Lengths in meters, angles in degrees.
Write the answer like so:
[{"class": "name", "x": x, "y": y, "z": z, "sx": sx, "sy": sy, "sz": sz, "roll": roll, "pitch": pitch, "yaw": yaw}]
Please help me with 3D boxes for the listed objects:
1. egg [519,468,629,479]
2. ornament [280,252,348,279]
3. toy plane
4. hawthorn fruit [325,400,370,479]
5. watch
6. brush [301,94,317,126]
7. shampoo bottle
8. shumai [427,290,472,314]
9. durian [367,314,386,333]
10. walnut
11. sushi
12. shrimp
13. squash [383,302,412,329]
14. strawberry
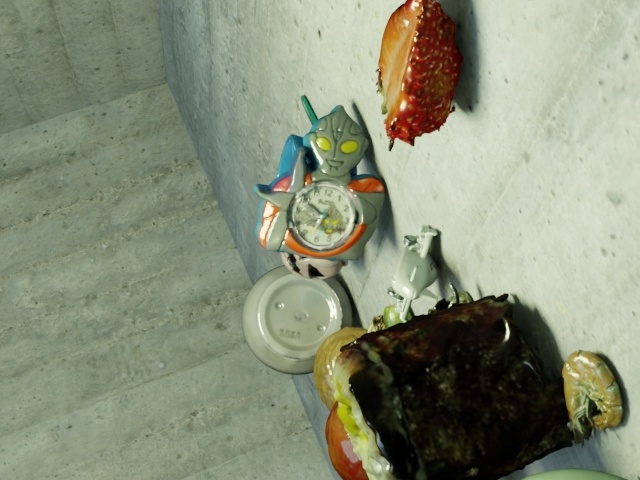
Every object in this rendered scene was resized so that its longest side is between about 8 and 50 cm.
[{"class": "egg", "x": 0.320, "y": 0.415, "z": 1.203, "sx": 0.389, "sy": 0.276, "sz": 0.276, "roll": -164, "pitch": 55, "yaw": -76}, {"class": "ornament", "x": 0.000, "y": 0.000, "z": 2.189, "sx": 0.177, "sy": 0.177, "sz": 0.177, "roll": 160, "pitch": 90, "yaw": -78}, {"class": "toy plane", "x": 0.162, "y": 0.059, "z": 1.719, "sx": 0.174, "sy": 0.080, "sz": 0.174, "roll": 16, "pitch": -90, "yaw": -89}, {"class": "hawthorn fruit", "x": 0.169, "y": 0.340, "z": 1.776, "sx": 0.308, "sy": 0.324, "sz": 0.308, "roll": -58, "pitch": 15, "yaw": 25}, {"class": "watch", "x": -0.013, "y": -0.116, "z": 1.968, "sx": 0.274, "sy": 0.241, "sz": 0.305, "roll": -137, "pitch": 58, "yaw": -78}, {"class": "brush", "x": -0.012, "y": -0.232, "z": 2.182, "sx": 0.043, "sy": 0.032, "sz": 0.193, "roll": 96, "pitch": 150, "yaw": -64}, {"class": "shampoo bottle", "x": -0.059, "y": 0.196, "z": 2.504, "sx": 0.266, "sy": 0.273, "sz": 0.273, "roll": 111, "pitch": 138, "yaw": -80}, {"class": "shumai", "x": 0.213, "y": 0.130, "z": 1.671, "sx": 0.082, "sy": 0.080, "sz": 0.083, "roll": -125, "pitch": 21, "yaw": -45}, {"class": "durian", "x": 0.136, "y": 0.203, "z": 2.147, "sx": 0.140, "sy": 0.071, "sz": 0.110, "roll": 88, "pitch": 172, "yaw": -48}, {"class": "walnut", "x": 0.078, "y": 0.296, "z": 2.285, "sx": 0.213, "sy": 0.213, "sz": 0.213, "roll": 160, "pitch": 90, "yaw": -78}, {"class": "sushi", "x": 0.179, "y": 0.237, "z": 1.495, "sx": 0.299, "sy": 0.294, "sz": 0.281, "roll": -179, "pitch": 66, "yaw": -78}, {"class": "shrimp", "x": 0.354, "y": 0.212, "z": 1.316, "sx": 0.099, "sy": 0.041, "sz": 0.180, "roll": 41, "pitch": 151, "yaw": 37}, {"class": "squash", "x": 0.182, "y": 0.235, "z": 2.018, "sx": 0.066, "sy": 0.066, "sz": 0.229, "roll": 179, "pitch": 72, "yaw": -77}, {"class": "strawberry", "x": 0.139, "y": -0.249, "z": 1.373, "sx": 0.174, "sy": 0.098, "sz": 0.228, "roll": -100, "pitch": 13, "yaw": -47}]
